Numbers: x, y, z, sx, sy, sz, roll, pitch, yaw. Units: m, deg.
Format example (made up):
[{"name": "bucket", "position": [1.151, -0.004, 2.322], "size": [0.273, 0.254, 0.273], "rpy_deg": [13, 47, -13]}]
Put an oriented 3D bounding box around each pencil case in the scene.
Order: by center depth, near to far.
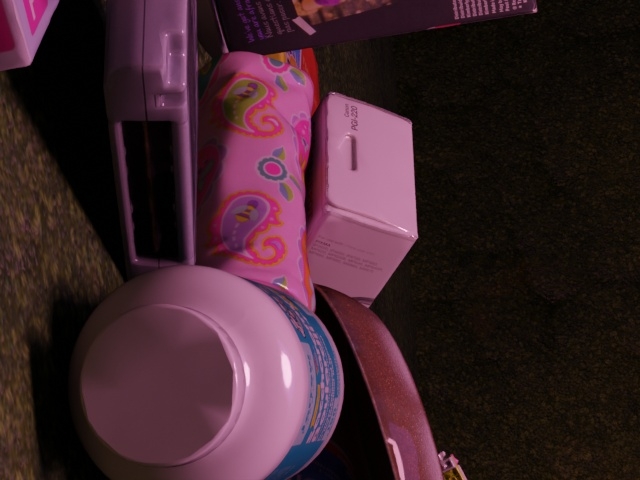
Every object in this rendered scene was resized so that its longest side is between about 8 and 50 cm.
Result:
[{"name": "pencil case", "position": [-0.064, -0.032, 1.368], "size": [0.124, 0.124, 0.284], "rpy_deg": [74, 11, -48]}]

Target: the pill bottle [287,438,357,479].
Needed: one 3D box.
[{"name": "pill bottle", "position": [-0.035, 0.249, 1.252], "size": [0.221, 0.124, 0.124], "rpy_deg": [-85, 165, -59]}]

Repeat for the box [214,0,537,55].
[{"name": "box", "position": [0.042, -0.273, 1.443], "size": [0.165, 0.270, 0.143], "rpy_deg": [-86, 166, -54]}]

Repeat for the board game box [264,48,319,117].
[{"name": "board game box", "position": [-0.048, -0.121, 1.742], "size": [0.242, 0.064, 0.317], "rpy_deg": [70, 15, -59]}]

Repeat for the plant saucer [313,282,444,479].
[{"name": "plant saucer", "position": [0.047, 0.180, 1.357], "size": [0.310, 0.050, 0.311], "rpy_deg": [167, -90, -80]}]

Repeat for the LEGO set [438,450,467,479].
[{"name": "LEGO set", "position": [0.069, 0.242, 1.664], "size": [0.287, 0.107, 0.132], "rpy_deg": [54, 25, -17]}]

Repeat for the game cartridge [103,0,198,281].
[{"name": "game cartridge", "position": [-0.109, -0.112, 1.117], "size": [0.297, 0.062, 0.198], "rpy_deg": [95, -10, -61]}]

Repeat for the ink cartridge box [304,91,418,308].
[{"name": "ink cartridge box", "position": [0.000, 0.000, 1.493], "size": [0.159, 0.092, 0.218], "rpy_deg": [-90, -157, -45]}]

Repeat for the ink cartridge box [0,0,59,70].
[{"name": "ink cartridge box", "position": [-0.179, -0.241, 0.925], "size": [0.311, 0.065, 0.186], "rpy_deg": [-88, 169, -58]}]

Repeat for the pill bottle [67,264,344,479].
[{"name": "pill bottle", "position": [-0.071, 0.092, 1.054], "size": [0.264, 0.146, 0.146], "rpy_deg": [28, 54, -81]}]

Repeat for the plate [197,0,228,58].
[{"name": "plate", "position": [-0.123, -0.336, 1.478], "size": [0.277, 0.045, 0.278], "rpy_deg": [72, 13, -50]}]
